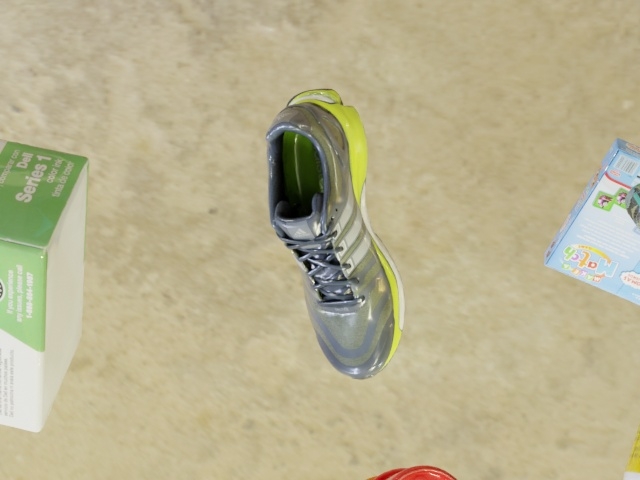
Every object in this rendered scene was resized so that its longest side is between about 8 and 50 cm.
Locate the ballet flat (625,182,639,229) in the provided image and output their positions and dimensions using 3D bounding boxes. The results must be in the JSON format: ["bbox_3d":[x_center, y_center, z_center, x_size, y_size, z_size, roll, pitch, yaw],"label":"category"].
[{"bbox_3d":[0.455,0.001,1.828,0.188,0.070,0.070,34,84,-22],"label":"ballet flat"}]

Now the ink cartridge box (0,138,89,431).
[{"bbox_3d":[-0.327,0.015,1.102,0.278,0.117,0.201,12,132,1],"label":"ink cartridge box"}]

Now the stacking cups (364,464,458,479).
[{"bbox_3d":[0.043,0.227,1.088,0.096,0.316,0.096,2,76,-7],"label":"stacking cups"}]

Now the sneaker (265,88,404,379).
[{"bbox_3d":[0.000,0.000,1.463,0.121,0.111,0.300,-24,99,-64],"label":"sneaker"}]

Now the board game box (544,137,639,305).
[{"bbox_3d":[0.428,-0.022,2.002,0.160,0.039,0.211,23,123,-7],"label":"board game box"}]

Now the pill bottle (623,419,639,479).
[{"bbox_3d":[0.271,0.133,0.964,0.119,0.119,0.208,24,79,-24],"label":"pill bottle"}]
